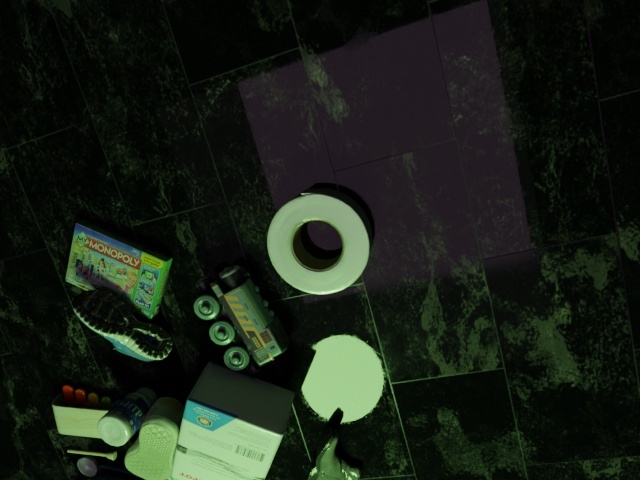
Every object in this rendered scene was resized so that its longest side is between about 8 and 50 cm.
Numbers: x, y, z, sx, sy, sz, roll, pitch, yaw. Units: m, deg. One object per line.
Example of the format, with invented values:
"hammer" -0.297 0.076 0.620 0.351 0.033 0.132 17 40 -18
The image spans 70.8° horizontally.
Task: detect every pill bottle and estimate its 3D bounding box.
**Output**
"pill bottle" -0.629 0.573 1.489 0.111 0.187 0.112 3 105 12

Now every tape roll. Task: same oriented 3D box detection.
"tape roll" 0.000 0.000 1.250 0.285 0.100 0.287 3 106 11

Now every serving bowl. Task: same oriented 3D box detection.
"serving bowl" -0.872 0.846 1.699 0.083 0.027 0.084 3 105 11

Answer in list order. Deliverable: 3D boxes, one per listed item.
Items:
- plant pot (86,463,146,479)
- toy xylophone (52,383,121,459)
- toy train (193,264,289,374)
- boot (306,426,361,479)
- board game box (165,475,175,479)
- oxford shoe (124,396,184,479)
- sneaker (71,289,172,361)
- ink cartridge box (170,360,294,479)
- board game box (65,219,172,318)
"plant pot" -0.741 0.955 1.605 0.235 0.212 0.236 7 107 10
"toy xylophone" -0.814 0.649 1.604 0.322 0.081 0.237 9 107 9
"toy train" -0.235 0.235 1.353 0.190 0.142 0.334 -28 96 5
"boot" 0.061 0.716 1.456 0.161 0.083 0.247 18 114 -1
"board game box" -0.453 0.860 1.616 0.259 0.039 0.124 -23 101 14
"oxford shoe" -0.534 0.665 1.486 0.169 0.130 0.449 23 126 -6
"sneaker" -0.641 0.288 1.424 0.330 0.130 0.147 41 132 -14
"ink cartridge box" -0.276 0.603 1.389 0.285 0.166 0.395 20 120 1
"board game box" -0.646 0.093 1.437 0.317 0.046 0.214 22 109 5
